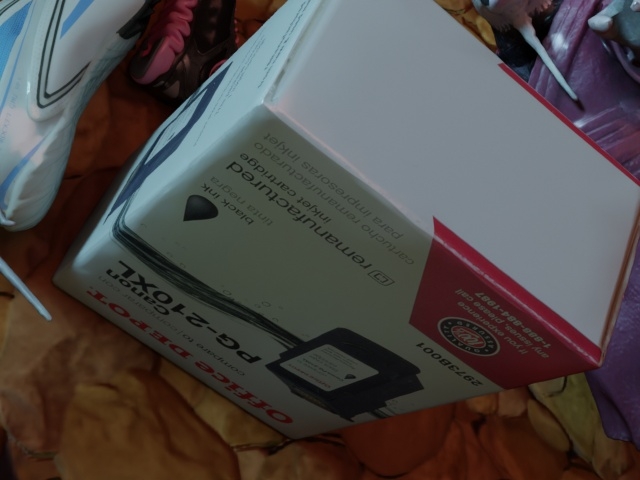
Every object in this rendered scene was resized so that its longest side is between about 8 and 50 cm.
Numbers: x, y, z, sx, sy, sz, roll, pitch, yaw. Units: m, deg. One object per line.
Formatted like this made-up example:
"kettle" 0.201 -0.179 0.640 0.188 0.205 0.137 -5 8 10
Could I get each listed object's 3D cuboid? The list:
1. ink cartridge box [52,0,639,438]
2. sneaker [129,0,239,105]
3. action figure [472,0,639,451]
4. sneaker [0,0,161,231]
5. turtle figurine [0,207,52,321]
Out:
"ink cartridge box" 0.000 0.000 0.470 0.172 0.237 0.100 37 57 -17
"sneaker" -0.069 -0.130 0.603 0.057 0.047 0.119 37 62 -25
"action figure" 0.201 -0.052 0.623 0.276 0.248 0.370 -25 89 -39
"sneaker" -0.139 -0.112 0.521 0.086 0.085 0.237 29 54 -13
"turtle figurine" -0.231 0.016 0.353 0.234 0.118 0.175 28 22 8
